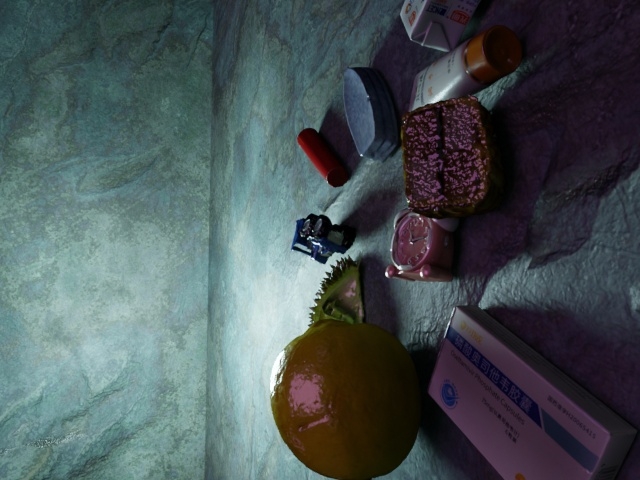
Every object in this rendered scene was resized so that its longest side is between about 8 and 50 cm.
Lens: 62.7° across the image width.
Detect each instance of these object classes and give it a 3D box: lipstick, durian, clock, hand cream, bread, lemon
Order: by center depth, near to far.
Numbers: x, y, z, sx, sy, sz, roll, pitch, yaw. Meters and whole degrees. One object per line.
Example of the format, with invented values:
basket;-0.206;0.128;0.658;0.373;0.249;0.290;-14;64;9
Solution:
bread;0.243;-0.152;0.973;0.181;0.096;0.222;-11;75;33
hand cream;0.259;-0.320;1.033;0.314;0.089;0.140;161;121;-70
clock;0.217;0.005;1.086;0.166;0.092;0.162;-6;74;60
lemon;0.055;0.337;1.124;0.348;0.347;0.348;-178;90;-65
durian;0.061;0.213;1.409;0.169;0.157;0.356;-5;82;28
lipstick;0.002;-0.253;1.569;0.280;0.073;0.073;-119;40;-49

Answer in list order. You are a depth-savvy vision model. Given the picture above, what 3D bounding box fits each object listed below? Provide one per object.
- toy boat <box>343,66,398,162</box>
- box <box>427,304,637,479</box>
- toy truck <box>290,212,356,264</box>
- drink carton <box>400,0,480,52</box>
toy boat;0.121;-0.332;1.318;0.127;0.078;0.283;124;139;-53
box;0.318;0.276;0.866;0.343;0.065;0.200;-135;52;-57
toy truck;0.000;0.000;1.474;0.208;0.113;0.126;10;78;67
drink carton;0.265;-0.526;0.976;0.131;0.106;0.315;-93;21;-46
